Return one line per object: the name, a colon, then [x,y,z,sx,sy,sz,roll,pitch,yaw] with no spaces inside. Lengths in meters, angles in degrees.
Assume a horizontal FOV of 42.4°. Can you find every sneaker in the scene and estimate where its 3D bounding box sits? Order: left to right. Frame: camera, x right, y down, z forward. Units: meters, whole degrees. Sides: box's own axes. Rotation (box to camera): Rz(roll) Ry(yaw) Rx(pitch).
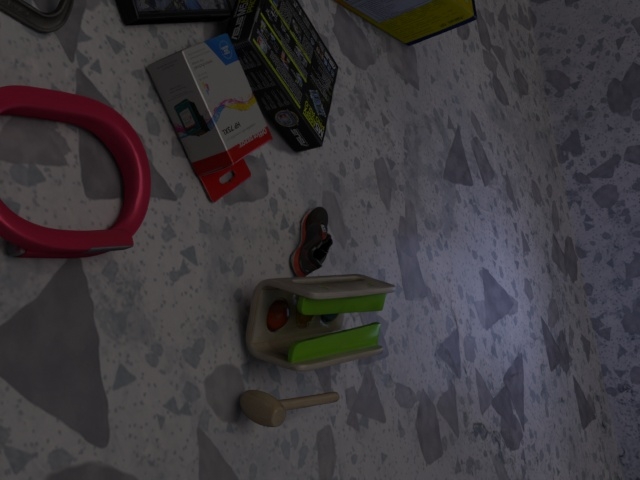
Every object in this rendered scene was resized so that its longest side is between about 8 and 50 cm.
sneaker: [0.000,0.000,1.464,0.061,0.065,0.157,49,40,-35]

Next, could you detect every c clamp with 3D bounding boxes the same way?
c clamp: [-0.366,-0.345,1.036,0.161,0.022,0.137,37,76,-49]

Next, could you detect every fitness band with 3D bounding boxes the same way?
fitness band: [-0.322,-0.083,1.023,0.291,0.054,0.208,1,74,-58]

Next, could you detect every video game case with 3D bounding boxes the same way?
video game case: [-0.259,-0.477,1.293,0.248,0.035,0.274,-28,101,-57]

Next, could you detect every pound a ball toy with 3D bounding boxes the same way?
pound a ball toy: [-0.021,0.162,1.337,0.319,0.136,0.208,-1,103,-57]

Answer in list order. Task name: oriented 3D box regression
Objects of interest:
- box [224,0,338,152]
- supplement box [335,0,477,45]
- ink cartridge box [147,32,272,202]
box: [-0.064,-0.326,1.478,0.270,0.060,0.216,51,39,-44]
supplement box: [0.187,-0.614,1.885,0.357,0.194,0.195,10,69,-55]
ink cartridge box: [-0.159,-0.191,1.288,0.134,0.078,0.230,-45,115,-54]
